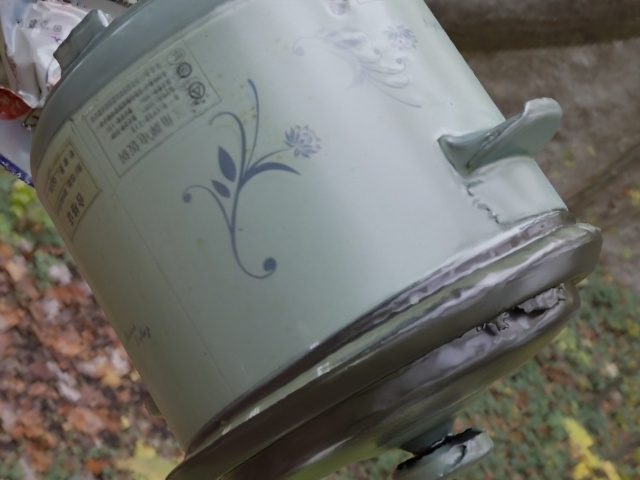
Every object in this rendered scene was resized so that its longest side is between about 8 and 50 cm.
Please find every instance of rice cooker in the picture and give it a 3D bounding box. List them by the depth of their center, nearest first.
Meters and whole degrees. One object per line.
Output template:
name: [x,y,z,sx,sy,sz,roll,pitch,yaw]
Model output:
rice cooker: [0.000,0.000,0.655,0.316,0.317,0.264,59,29,12]

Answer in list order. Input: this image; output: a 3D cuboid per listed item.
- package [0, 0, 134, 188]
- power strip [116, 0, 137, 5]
package: [-0.157,-0.099,0.924,0.269,0.194,0.071,25,6,-21]
power strip: [-0.219,-0.246,1.277,0.191,0.048,0.030,83,4,-74]
